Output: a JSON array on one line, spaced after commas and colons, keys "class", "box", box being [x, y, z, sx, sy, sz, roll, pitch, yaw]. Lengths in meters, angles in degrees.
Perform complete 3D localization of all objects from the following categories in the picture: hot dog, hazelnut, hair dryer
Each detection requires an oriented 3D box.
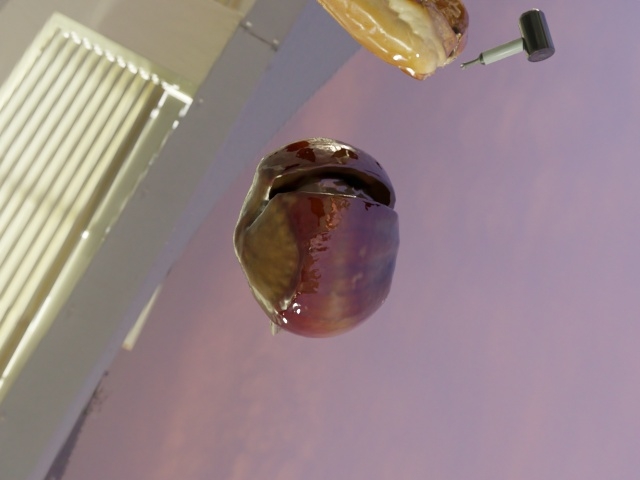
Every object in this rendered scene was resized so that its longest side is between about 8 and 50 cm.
[{"class": "hot dog", "box": [0.006, -0.201, 0.520, 0.092, 0.235, 0.062, -31, 166, -48]}, {"class": "hazelnut", "box": [0.000, 0.000, 0.966, 0.217, 0.217, 0.251, 136, -45, -60]}, {"class": "hair dryer", "box": [0.388, -0.409, 1.611, 0.198, 0.057, 0.100, -18, -108, 20]}]

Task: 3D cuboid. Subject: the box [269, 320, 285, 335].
[{"class": "box", "box": [-0.070, 0.173, 1.673, 0.024, 0.083, 0.053, 54, -29, 41]}]
